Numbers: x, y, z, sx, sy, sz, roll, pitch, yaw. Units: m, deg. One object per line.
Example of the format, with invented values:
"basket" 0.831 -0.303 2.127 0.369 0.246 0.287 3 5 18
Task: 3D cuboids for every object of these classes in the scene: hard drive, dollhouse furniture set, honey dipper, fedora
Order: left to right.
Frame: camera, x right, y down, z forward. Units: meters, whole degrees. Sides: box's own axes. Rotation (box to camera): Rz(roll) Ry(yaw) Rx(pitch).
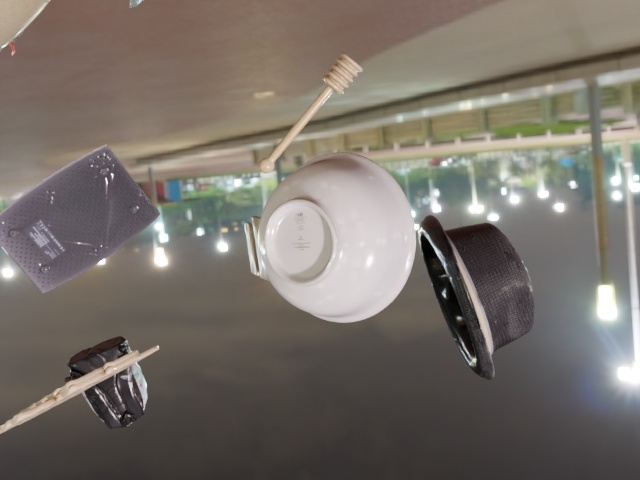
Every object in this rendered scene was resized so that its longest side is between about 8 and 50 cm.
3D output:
"hard drive" -0.427 -0.040 1.468 0.254 0.172 0.054 -34 -158 4
"dollhouse furniture set" -0.067 -0.005 1.684 0.151 0.123 0.144 -14 -166 -25
"honey dipper" -0.014 -0.138 0.945 0.030 0.161 0.030 38 -171 -7
"fedora" 0.311 0.089 1.612 0.152 0.334 0.334 -22 -175 -2

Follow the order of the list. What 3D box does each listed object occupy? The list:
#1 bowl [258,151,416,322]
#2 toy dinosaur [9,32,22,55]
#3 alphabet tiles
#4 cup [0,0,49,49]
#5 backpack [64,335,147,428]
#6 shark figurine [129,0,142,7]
"bowl" 0.000 0.000 1.416 0.297 0.298 0.134 -3 -177 32
"toy dinosaur" -0.653 -0.441 1.731 0.047 0.090 0.082 -27 145 29
"alphabet tiles" -0.421 0.253 1.451 0.278 0.021 0.284 -26 177 -42
"cup" -0.494 -0.398 1.155 0.237 0.331 0.331 -15 -177 8
"backpack" -0.440 0.306 1.812 0.152 0.182 0.115 -21 -163 6
"shark figurine" -0.485 -0.644 2.128 0.278 0.116 0.166 11 -175 12
